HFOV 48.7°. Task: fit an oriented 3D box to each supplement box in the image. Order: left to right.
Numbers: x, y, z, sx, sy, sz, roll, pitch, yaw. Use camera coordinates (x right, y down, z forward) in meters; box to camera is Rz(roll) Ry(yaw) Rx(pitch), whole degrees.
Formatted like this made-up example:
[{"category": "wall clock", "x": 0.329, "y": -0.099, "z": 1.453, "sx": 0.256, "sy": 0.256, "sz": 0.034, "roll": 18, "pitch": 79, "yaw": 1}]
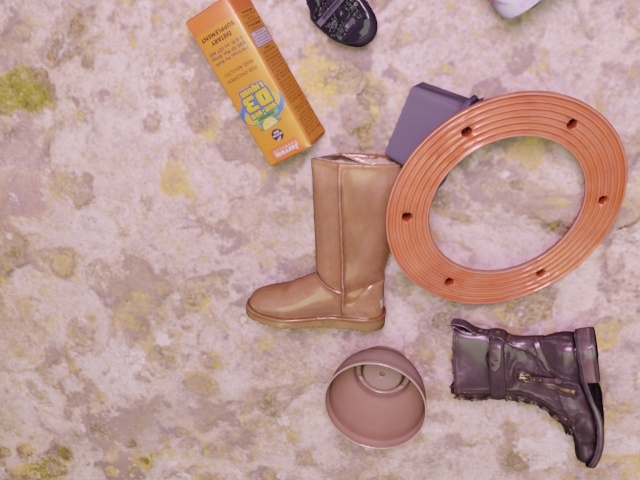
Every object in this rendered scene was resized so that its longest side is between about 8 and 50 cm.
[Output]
[{"category": "supplement box", "x": -0.088, "y": -0.227, "z": 1.000, "sx": 0.078, "sy": 0.080, "sz": 0.233, "roll": -25, "pitch": 108, "yaw": 24}]

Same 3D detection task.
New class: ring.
[{"category": "ring", "x": 0.252, "y": -0.050, "z": 0.969, "sx": 0.337, "sy": 0.032, "sz": 0.336, "roll": -4, "pitch": 125, "yaw": -6}]

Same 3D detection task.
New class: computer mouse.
[{"category": "computer mouse", "x": -0.013, "y": -0.357, "z": 0.952, "sx": 0.071, "sy": 0.041, "sz": 0.242, "roll": -40, "pitch": 93, "yaw": 27}]

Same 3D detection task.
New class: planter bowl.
[{"category": "planter bowl", "x": 0.095, "y": 0.237, "z": 1.144, "sx": 0.162, "sy": 0.109, "sz": 0.162, "roll": 5, "pitch": 115, "yaw": 11}]

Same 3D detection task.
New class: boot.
[{"category": "boot", "x": 0.000, "y": 0.000, "z": 1.080, "sx": 0.236, "sy": 0.089, "sz": 0.269, "roll": 2, "pitch": 114, "yaw": 3}, {"category": "boot", "x": 0.321, "y": 0.237, "z": 1.114, "sx": 0.229, "sy": 0.091, "sz": 0.263, "roll": -5, "pitch": 108, "yaw": 21}]

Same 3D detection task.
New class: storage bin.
[{"category": "storage bin", "x": 0.150, "y": -0.149, "z": 0.975, "sx": 0.091, "sy": 0.098, "sz": 0.135, "roll": 27, "pitch": 117, "yaw": 12}]

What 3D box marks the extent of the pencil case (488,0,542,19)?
[{"category": "pencil case", "x": 0.199, "y": -0.399, "z": 0.837, "sx": 0.124, "sy": 0.113, "sz": 0.273, "roll": -37, "pitch": 101, "yaw": 14}]
